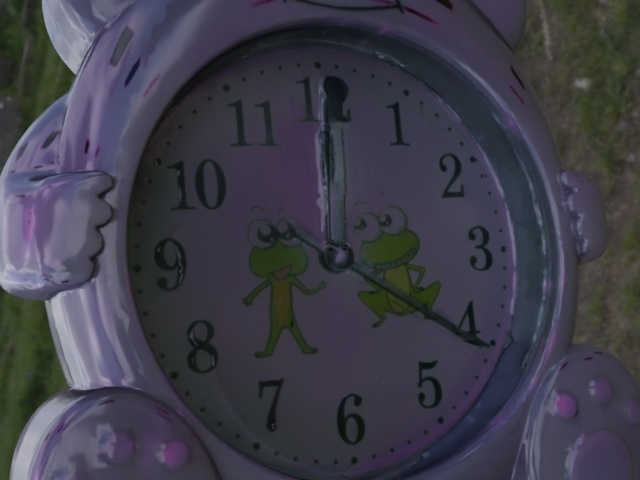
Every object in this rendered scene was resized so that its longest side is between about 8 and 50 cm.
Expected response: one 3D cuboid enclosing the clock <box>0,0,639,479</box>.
[{"bbox_3d":[0.000,0.000,0.428,0.113,0.296,0.322,158,109,-66],"label":"clock"}]
